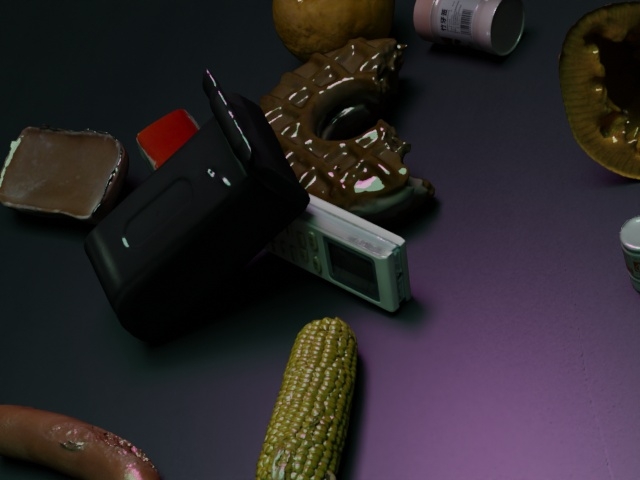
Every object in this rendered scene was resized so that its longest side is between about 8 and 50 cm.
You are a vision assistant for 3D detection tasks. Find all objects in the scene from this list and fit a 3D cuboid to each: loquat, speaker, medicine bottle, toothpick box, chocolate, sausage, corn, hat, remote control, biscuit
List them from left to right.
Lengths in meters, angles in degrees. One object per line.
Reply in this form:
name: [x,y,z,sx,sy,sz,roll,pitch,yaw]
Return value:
chocolate: [-0.413,-0.100,2.045,0.261,0.083,0.161,12,72,35]
sausage: [-0.321,0.279,1.627,0.327,0.079,0.087,13,55,33]
speaker: [-0.190,-0.040,1.664,0.388,0.184,0.180,-42,63,25]
corn: [-0.012,0.210,1.525,0.106,0.106,0.293,-7,46,21]
remote control: [0.000,0.000,1.699,0.277,0.103,0.055,26,52,35]
biscuit: [0.021,-0.150,1.855,0.268,0.115,0.366,-16,43,13]
loquat: [0.023,-0.383,2.017,0.208,0.208,0.208,-14,44,14]
toothpick box: [0.234,-0.351,1.958,0.149,0.098,0.098,19,59,38]
hat: [0.431,-0.246,1.701,0.244,0.233,0.233,26,29,-4]
medicine bottle: [0.400,0.018,1.518,0.057,0.089,0.057,-14,44,14]

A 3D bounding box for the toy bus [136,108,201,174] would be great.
toy bus: [-0.191,-0.094,1.898,0.121,0.120,0.265,-32,42,-4]
